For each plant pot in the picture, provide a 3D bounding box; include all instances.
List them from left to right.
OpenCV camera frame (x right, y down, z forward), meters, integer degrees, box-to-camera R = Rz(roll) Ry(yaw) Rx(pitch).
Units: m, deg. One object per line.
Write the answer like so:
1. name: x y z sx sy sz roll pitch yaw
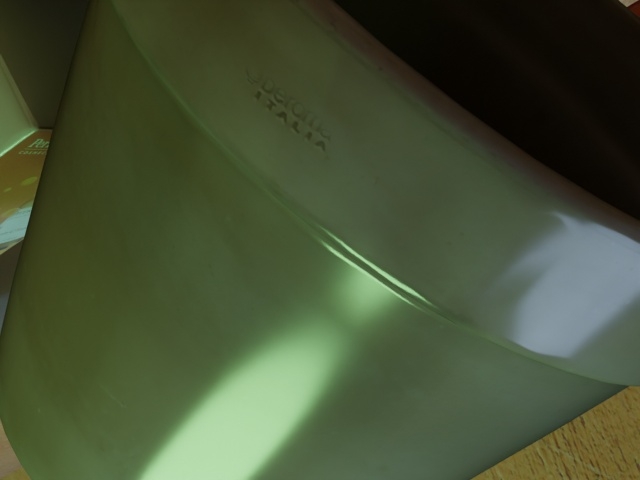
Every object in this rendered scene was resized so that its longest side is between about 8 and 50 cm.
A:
1. plant pot: 0.000 0.000 0.578 0.280 0.323 0.323 -53 161 25

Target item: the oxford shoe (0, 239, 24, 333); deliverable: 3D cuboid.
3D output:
1. oxford shoe: -0.338 0.061 0.715 0.449 0.169 0.130 -19 147 -41

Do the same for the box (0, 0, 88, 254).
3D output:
1. box: -0.188 -0.053 0.682 0.170 0.091 0.130 -31 170 24

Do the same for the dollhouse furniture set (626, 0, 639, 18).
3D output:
1. dollhouse furniture set: 0.221 -0.123 0.971 0.259 0.262 0.135 -30 168 20
